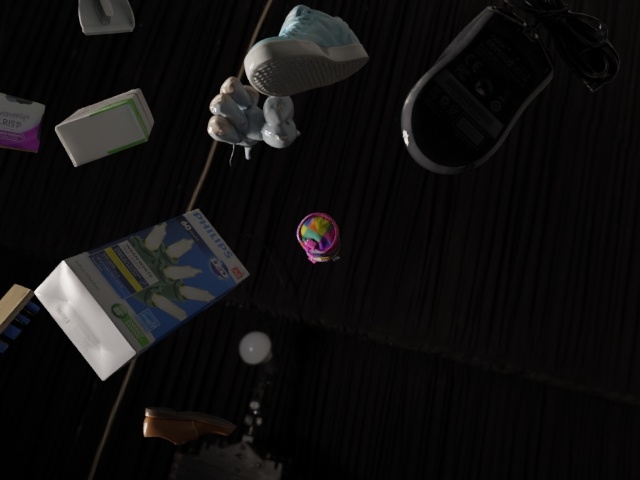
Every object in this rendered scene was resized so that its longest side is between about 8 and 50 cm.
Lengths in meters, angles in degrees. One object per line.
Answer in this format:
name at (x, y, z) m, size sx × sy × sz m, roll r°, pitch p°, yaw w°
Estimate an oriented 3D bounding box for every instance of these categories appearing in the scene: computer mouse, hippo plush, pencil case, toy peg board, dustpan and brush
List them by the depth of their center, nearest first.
computer mouse at (0.199, -0.182, 0.617) m, size 0.188 × 0.272 × 0.072 m, roll 47°, pitch 174°, yaw -7°
toy peg board at (-0.727, 0.196, 1.240) m, size 0.161 × 0.161 × 0.079 m, roll 2°, pitch 143°, yaw 48°
pencil case at (0.000, 0.000, 1.292) m, size 0.105 × 0.104 × 0.236 m, roll 13°, pitch 171°, yaw 6°
dustpan and brush at (-0.588, -0.667, 1.396) m, size 0.147 × 0.211 × 0.060 m, roll -24°, pitch -169°, yaw -37°
hippo plush at (-0.204, -0.369, 1.690) m, size 0.237 × 0.293 × 0.234 m, roll 12°, pitch -156°, yaw 24°

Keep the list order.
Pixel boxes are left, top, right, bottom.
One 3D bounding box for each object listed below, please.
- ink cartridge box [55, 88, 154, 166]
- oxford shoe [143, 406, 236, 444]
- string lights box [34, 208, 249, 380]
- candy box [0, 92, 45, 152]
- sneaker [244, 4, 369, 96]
ink cartridge box at (-0.578, -0.318, 1.442) m, size 0.199 × 0.114 × 0.273 m, roll -21°, pitch -155°, yaw -3°
oxford shoe at (-0.305, 0.440, 1.228) m, size 0.213 × 0.075 × 0.076 m, roll 10°, pitch 167°, yaw -11°
string lights box at (-0.219, 0.056, 0.701) m, size 0.077 × 0.133 × 0.260 m, roll -38°, pitch 180°, yaw 27°
candy box at (-0.511, -0.176, 0.680) m, size 0.234 × 0.071 × 0.159 m, roll 13°, pitch -174°, yaw 19°
sneaker at (-0.046, -0.382, 1.030) m, size 0.135 × 0.150 × 0.366 m, roll -33°, pitch 178°, yaw 34°
